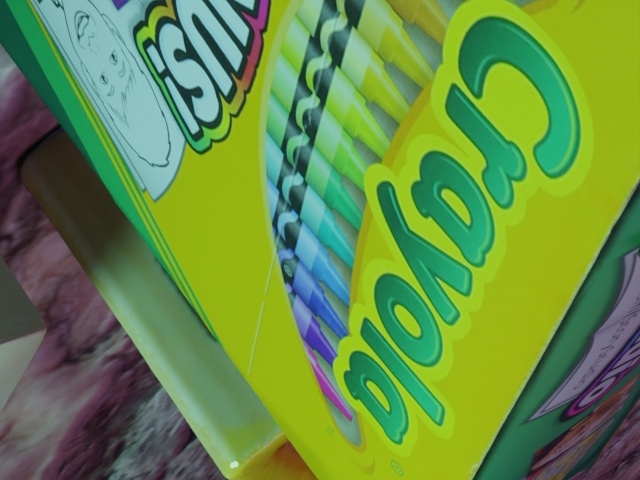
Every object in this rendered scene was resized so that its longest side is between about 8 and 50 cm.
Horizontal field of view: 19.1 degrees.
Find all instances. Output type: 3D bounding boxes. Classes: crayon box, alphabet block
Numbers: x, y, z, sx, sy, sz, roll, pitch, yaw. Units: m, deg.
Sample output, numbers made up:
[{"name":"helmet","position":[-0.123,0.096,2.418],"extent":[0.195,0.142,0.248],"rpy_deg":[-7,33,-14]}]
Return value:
[{"name":"crayon box","position":[0.004,-0.099,0.587],"extent":[0.106,0.313,0.363],"rpy_deg":[-28,158,-23]},{"name":"alphabet block","position":[0.000,0.000,0.970],"extent":[0.193,0.197,0.192],"rpy_deg":[-39,160,6]}]

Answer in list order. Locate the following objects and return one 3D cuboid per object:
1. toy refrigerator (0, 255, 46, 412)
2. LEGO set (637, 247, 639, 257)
[{"name":"toy refrigerator","position":[-0.233,0.093,0.934],"extent":[0.094,0.102,0.269],"rpy_deg":[-18,152,-42]},{"name":"LEGO set","position":[0.114,-0.015,0.457],"extent":[0.054,0.023,0.083],"rpy_deg":[-21,154,-38]}]
